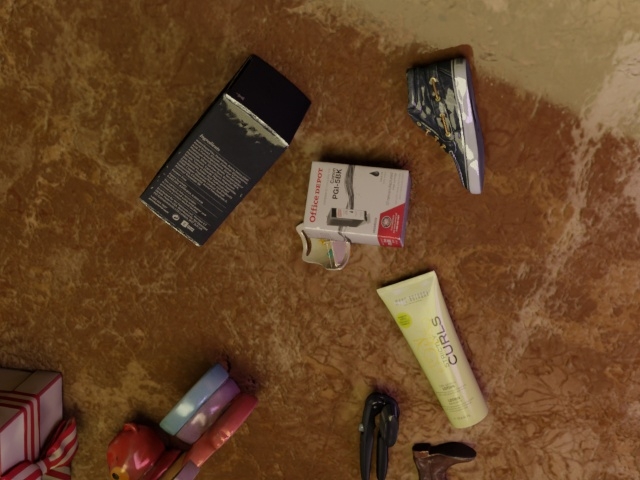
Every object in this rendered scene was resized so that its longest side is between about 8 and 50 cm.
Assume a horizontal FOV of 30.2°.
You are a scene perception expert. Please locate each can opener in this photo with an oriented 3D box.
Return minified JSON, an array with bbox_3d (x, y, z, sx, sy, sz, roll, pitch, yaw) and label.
[{"bbox_3d":[0.084,0.306,1.817,0.059,0.073,0.186,9,129,-1],"label":"can opener"}]

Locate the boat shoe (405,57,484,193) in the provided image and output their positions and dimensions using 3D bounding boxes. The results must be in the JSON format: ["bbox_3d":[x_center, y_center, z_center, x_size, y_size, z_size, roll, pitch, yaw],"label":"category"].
[{"bbox_3d":[0.165,-0.146,1.551,0.083,0.065,0.183,-6,110,17],"label":"boat shoe"}]

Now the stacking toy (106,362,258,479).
[{"bbox_3d":[-0.253,0.323,1.786,0.130,0.279,0.309,43,120,1],"label":"stacking toy"}]

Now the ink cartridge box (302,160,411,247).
[{"bbox_3d":[0.050,-0.049,1.604,0.135,0.056,0.099,6,79,9],"label":"ink cartridge box"}]

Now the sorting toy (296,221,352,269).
[{"bbox_3d":[0.000,0.000,1.679,0.075,0.045,0.083,-7,97,33],"label":"sorting toy"}]

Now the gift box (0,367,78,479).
[{"bbox_3d":[-0.535,0.354,1.878,0.258,0.255,0.276,6,113,12],"label":"gift box"}]

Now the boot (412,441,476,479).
[{"bbox_3d":[0.197,0.368,1.834,0.106,0.037,0.114,1,116,27],"label":"boot"}]

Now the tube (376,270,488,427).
[{"bbox_3d":[0.169,0.160,1.718,0.070,0.062,0.240,-31,107,-17],"label":"tube"}]

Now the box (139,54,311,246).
[{"bbox_3d":[-0.125,-0.121,1.576,0.108,0.153,0.207,39,120,-9],"label":"box"}]
